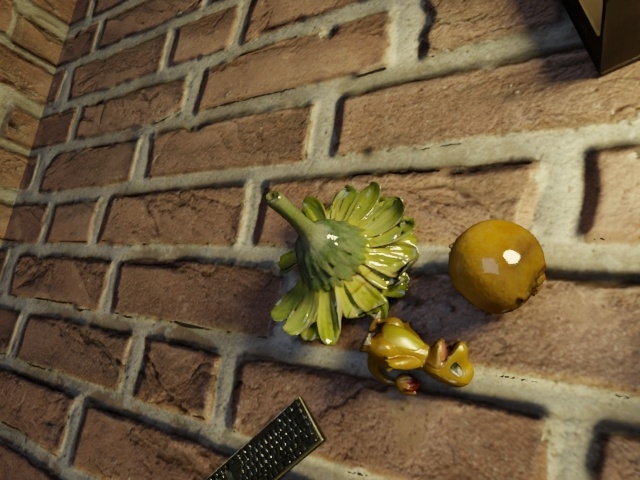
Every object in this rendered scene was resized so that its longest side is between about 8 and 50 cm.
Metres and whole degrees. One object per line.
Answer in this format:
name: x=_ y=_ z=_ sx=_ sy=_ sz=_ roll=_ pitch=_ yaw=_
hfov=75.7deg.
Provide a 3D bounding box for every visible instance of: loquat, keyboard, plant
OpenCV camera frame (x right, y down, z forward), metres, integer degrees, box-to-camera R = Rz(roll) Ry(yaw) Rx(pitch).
loquat: x=0.256 y=0.039 z=0.608 sx=0.141 sy=0.141 sz=0.141 roll=-10 pitch=71 yaw=29
keyboard: x=-0.125 y=0.436 z=0.790 sx=0.317 sy=0.027 sz=0.106 roll=-45 pitch=57 yaw=12
plant: x=0.042 y=0.018 z=0.722 sx=0.262 sy=0.297 sz=0.305 roll=13 pitch=64 yaw=4

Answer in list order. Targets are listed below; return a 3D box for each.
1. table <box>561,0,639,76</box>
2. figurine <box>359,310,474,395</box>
table: x=0.438 y=-0.435 z=0.551 sx=0.196 sy=0.282 sz=0.250 roll=-20 pitch=66 yaw=26
figurine: x=0.151 y=0.198 z=0.662 sx=0.176 sy=0.121 sz=0.122 roll=11 pitch=115 yaw=21
